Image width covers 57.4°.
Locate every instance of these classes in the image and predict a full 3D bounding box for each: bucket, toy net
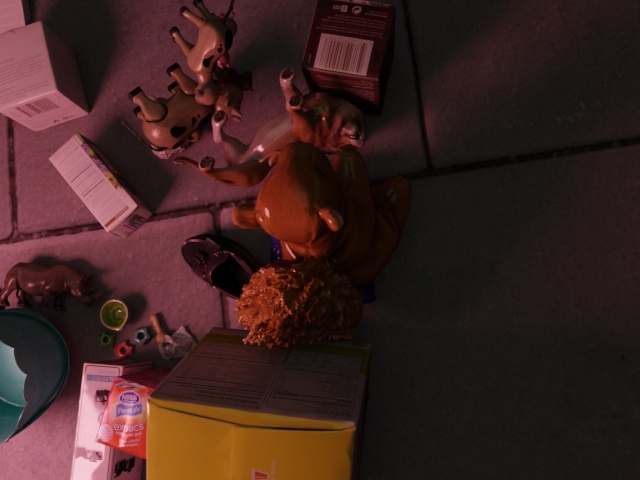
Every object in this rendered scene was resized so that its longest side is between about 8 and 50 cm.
[{"bbox_3d":[-0.692,0.279,1.246,0.281,0.183,0.281,1,98,8],"label":"bucket"},{"bbox_3d":[-0.396,0.223,1.319,0.232,0.045,0.122,21,84,9],"label":"toy net"}]

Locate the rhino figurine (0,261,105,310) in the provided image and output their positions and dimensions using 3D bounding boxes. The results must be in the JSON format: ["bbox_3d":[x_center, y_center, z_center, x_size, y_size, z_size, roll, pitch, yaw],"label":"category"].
[{"bbox_3d":[-0.615,0.108,1.348,0.243,0.073,0.106,4,85,6],"label":"rhino figurine"}]

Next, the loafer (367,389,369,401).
[{"bbox_3d":[-0.024,0.290,1.246,0.267,0.084,0.096,24,83,9],"label":"loafer"}]

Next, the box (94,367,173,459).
[{"bbox_3d":[-0.325,0.342,1.185,0.122,0.257,0.128,14,83,10],"label":"box"}]

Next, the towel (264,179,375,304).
[{"bbox_3d":[0.000,0.000,1.298,0.227,0.076,0.308,-7,81,13],"label":"towel"}]

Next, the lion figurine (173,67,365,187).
[{"bbox_3d":[-0.097,-0.212,1.262,0.392,0.240,0.142,-26,64,6],"label":"lion figurine"}]

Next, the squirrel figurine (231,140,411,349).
[{"bbox_3d":[-0.008,0.011,1.067,0.281,0.370,0.397,8,85,13],"label":"squirrel figurine"}]

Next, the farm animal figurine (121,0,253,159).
[{"bbox_3d":[-0.256,-0.308,1.240,0.327,0.330,0.172,-43,83,-2],"label":"farm animal figurine"}]

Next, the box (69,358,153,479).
[{"bbox_3d":[-0.438,0.403,1.235,0.087,0.169,0.290,2,83,7],"label":"box"}]

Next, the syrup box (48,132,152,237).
[{"bbox_3d":[-0.508,-0.125,1.359,0.096,0.093,0.237,-42,79,-1],"label":"syrup box"}]

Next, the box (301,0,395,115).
[{"bbox_3d":[0.066,-0.397,1.278,0.168,0.203,0.167,11,83,8],"label":"box"}]

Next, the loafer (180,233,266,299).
[{"bbox_3d":[-0.193,0.067,1.264,0.302,0.095,0.109,28,100,22],"label":"loafer"}]

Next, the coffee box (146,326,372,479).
[{"bbox_3d":[-0.095,0.384,1.070,0.338,0.334,0.338,5,103,7],"label":"coffee box"}]

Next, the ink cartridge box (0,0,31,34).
[{"bbox_3d":[-0.811,-0.549,1.494,0.145,0.045,0.179,-6,99,5],"label":"ink cartridge box"}]

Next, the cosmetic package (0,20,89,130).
[{"bbox_3d":[-0.670,-0.385,1.386,0.151,0.151,0.184,-17,81,3],"label":"cosmetic package"}]
